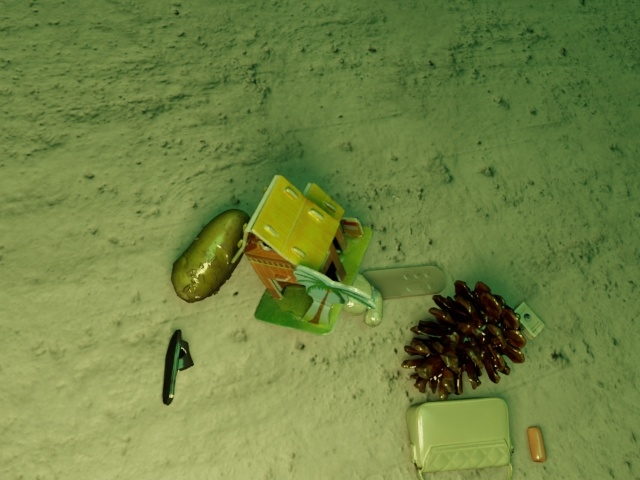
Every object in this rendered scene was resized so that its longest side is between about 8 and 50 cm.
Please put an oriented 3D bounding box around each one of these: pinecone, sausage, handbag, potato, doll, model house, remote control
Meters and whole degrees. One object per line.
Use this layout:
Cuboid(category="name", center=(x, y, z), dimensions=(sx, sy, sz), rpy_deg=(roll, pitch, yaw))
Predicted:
Cuboid(category="pinecone", center=(0.323, 0.227, 1.490), dimensions=(0.309, 0.244, 0.244), rpy_deg=(-33, 77, -15))
Cuboid(category="sausage", center=(0.508, 0.479, 1.532), dimensions=(0.034, 0.034, 0.083), rpy_deg=(6, 61, -15))
Cuboid(category="handbag", center=(0.315, 0.465, 1.457), dimensions=(0.256, 0.079, 0.219), rpy_deg=(1, 74, -18))
Cuboid(category="potato", center=(-0.232, 0.031, 1.448), dimensions=(0.113, 0.149, 0.251), rpy_deg=(35, 66, 15))
Cuboid(category="doll", center=(0.066, 0.118, 1.543), dimensions=(0.214, 0.071, 0.103), rpy_deg=(37, 79, 14))
Cuboid(category="model house", center=(0.000, 0.000, 1.377), dimensions=(0.340, 0.323, 0.300), rpy_deg=(9, 57, 27))
Cuboid(category="remote control", center=(0.203, 0.107, 1.630), dimensions=(0.245, 0.022, 0.077), rpy_deg=(-3, 64, -20))

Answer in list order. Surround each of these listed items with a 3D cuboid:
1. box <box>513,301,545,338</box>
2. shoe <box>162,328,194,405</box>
Cuboid(category="box", center=(0.534, 0.207, 1.687), dimensions=(0.054, 0.024, 0.083), rpy_deg=(-36, 80, -28))
Cuboid(category="shoe", center=(-0.294, 0.268, 1.363), dimensions=(0.053, 0.062, 0.159), rpy_deg=(18, 58, -24))
